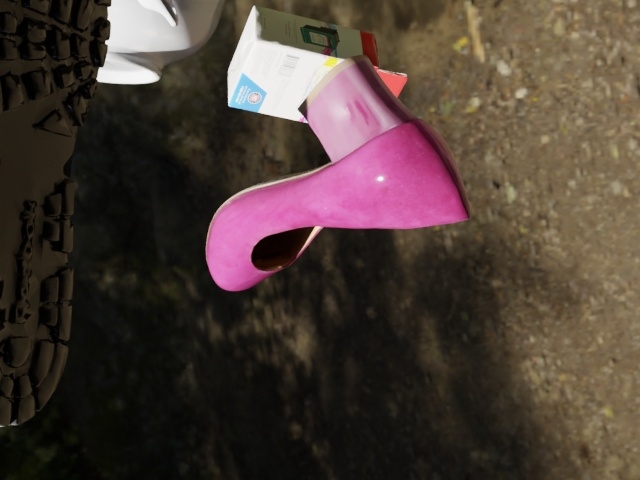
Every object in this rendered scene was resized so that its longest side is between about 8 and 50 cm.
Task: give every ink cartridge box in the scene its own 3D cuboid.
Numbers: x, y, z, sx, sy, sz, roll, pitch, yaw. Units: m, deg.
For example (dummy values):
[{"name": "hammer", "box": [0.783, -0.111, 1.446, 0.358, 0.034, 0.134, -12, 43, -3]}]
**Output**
[{"name": "ink cartridge box", "box": [-0.005, -0.241, 1.459, 0.134, 0.231, 0.078, 121, 152, -47]}]

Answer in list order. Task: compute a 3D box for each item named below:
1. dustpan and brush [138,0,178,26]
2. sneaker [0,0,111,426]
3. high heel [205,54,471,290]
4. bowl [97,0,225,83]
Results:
[{"name": "dustpan and brush", "box": [-0.169, -0.227, 0.682, 0.147, 0.060, 0.211, -99, -17, -60]}, {"name": "sneaker", "box": [-0.188, -0.058, 0.488, 0.107, 0.124, 0.283, 37, -123, -69]}, {"name": "high heel", "box": [0.000, 0.000, 1.011, 0.181, 0.127, 0.377, 56, 145, 15]}, {"name": "bowl", "box": [-0.244, -0.256, 1.143, 0.298, 0.298, 0.134, 178, 97, -65]}]
